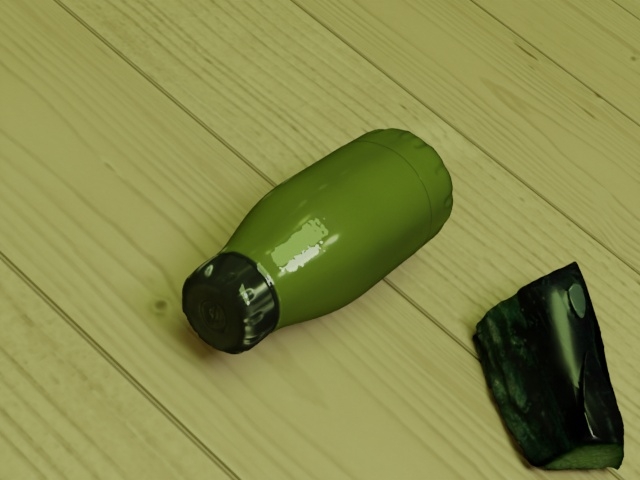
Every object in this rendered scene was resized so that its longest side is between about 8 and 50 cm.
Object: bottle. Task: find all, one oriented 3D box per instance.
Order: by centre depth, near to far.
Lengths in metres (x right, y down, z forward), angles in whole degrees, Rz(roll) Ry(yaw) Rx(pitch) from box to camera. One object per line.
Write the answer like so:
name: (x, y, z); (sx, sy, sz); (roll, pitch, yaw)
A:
bottle: (0.000, 0.000, 0.776); (0.112, 0.112, 0.260); (41, 45, 14)

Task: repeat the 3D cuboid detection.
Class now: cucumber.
cucumber: (0.201, 0.096, 0.817); (0.115, 0.085, 0.193); (9, 53, -22)
